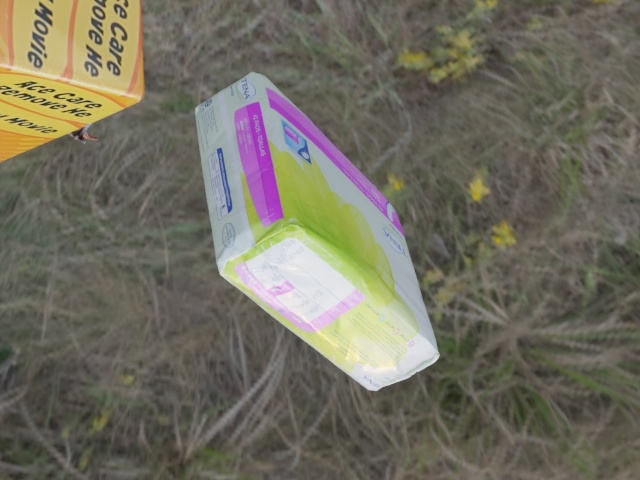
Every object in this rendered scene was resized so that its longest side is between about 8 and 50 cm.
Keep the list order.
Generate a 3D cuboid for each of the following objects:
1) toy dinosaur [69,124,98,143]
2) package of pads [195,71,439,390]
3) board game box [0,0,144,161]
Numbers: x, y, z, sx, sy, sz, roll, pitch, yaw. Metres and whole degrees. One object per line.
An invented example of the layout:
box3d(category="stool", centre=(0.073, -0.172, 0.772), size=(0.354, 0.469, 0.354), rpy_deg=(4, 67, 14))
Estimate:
box3d(category="toy dinosaur", centre=(-0.192, -0.124, 1.042), size=(0.047, 0.090, 0.082), rpy_deg=(25, 95, 1))
box3d(category="package of pads", centre=(0.000, 0.000, 1.337), size=(0.101, 0.229, 0.296), rpy_deg=(-30, 137, 18))
box3d(category="board game box", centre=(-0.338, -0.222, 0.636), size=(0.357, 0.356, 0.356), rpy_deg=(8, 74, -44))
